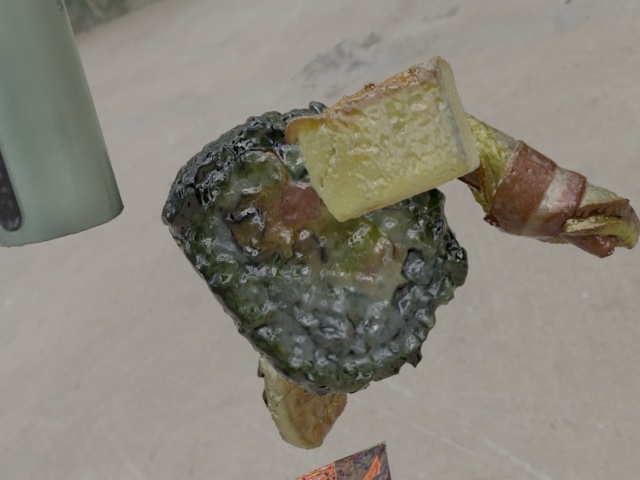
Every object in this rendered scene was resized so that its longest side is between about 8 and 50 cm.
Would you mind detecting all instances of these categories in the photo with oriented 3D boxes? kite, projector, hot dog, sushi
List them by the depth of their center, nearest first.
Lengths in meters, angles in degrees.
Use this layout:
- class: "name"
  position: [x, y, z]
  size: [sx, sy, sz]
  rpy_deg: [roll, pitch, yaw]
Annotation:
- class: "projector"
  position: [-0.245, -0.166, 0.661]
  size: [0.108, 0.338, 0.108]
  rpy_deg: [-11, 17, 3]
- class: "hot dog"
  position: [0.227, -0.046, 0.950]
  size: [0.093, 0.261, 0.123]
  rpy_deg: [-59, -6, -1]
- class: "sushi"
  position: [0.000, 0.000, 1.048]
  size: [0.294, 0.352, 0.178]
  rpy_deg: [-41, 12, -8]
- class: "kite"
  position: [0.069, 0.365, 1.342]
  size: [0.222, 0.008, 0.125]
  rpy_deg: [21, 71, 38]

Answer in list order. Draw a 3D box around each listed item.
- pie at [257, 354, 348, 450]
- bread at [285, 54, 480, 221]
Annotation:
- class: "pie"
  position: [-0.018, 0.227, 1.673]
  size: [0.083, 0.340, 0.339]
  rpy_deg: [4, 45, 27]
- class: "bread"
  position: [0.045, -0.060, 0.562]
  size: [0.109, 0.084, 0.080]
  rpy_deg: [-22, 2, 14]
